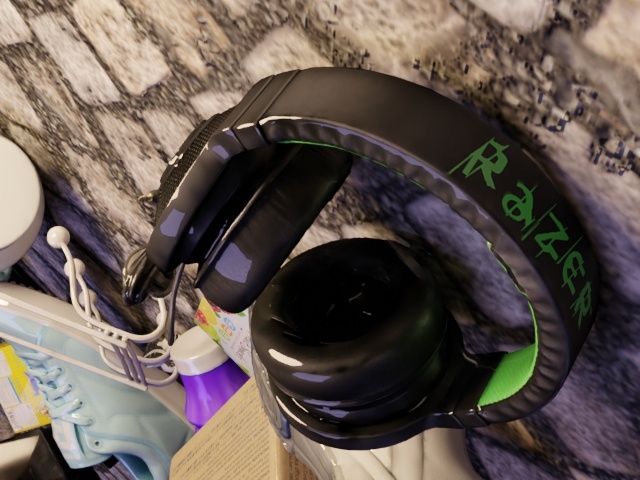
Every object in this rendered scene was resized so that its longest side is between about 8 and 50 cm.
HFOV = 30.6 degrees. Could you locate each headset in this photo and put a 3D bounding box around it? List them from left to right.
[{"bbox_3d":[0.000,0.000,0.745,0.394,0.185,0.243,-9,126,47],"label":"headset"}]

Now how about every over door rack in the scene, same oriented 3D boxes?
[{"bbox_3d":[-0.306,0.062,1.202,0.324,0.108,0.239,10,161,0],"label":"over door rack"}]

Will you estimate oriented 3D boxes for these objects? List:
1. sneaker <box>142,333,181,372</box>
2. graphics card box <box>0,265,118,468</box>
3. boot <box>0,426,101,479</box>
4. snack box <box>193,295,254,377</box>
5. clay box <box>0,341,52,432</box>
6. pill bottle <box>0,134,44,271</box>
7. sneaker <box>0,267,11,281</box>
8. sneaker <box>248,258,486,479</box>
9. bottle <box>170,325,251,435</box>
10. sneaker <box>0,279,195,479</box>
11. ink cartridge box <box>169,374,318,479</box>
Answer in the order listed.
[{"bbox_3d":[-0.165,0.133,1.356,0.043,0.040,0.109,22,164,-29],"label":"sneaker"},{"bbox_3d":[-0.424,0.176,1.816,0.371,0.094,0.233,42,157,9],"label":"graphics card box"},{"bbox_3d":[-0.342,0.429,1.678,0.367,0.146,0.445,54,166,1],"label":"boot"},{"bbox_3d":[-0.062,0.078,1.062,0.100,0.037,0.141,43,158,6],"label":"snack box"},{"bbox_3d":[-0.364,0.182,1.634,0.222,0.053,0.127,-19,99,30],"label":"clay box"},{"bbox_3d":[-0.405,-0.037,1.317,0.169,0.169,0.301,52,158,-12],"label":"pill bottle"},{"bbox_3d":[-0.528,-0.043,1.656,0.122,0.110,0.283,-25,101,38],"label":"sneaker"},{"bbox_3d":[0.036,0.128,0.878,0.297,0.129,0.111,58,160,29],"label":"sneaker"},{"bbox_3d":[-0.068,0.215,1.206,0.118,0.092,0.283,-11,116,24],"label":"bottle"},{"bbox_3d":[-0.281,0.192,1.415,0.366,0.150,0.135,41,152,-26],"label":"sneaker"},{"bbox_3d":[-0.052,0.238,1.012,0.088,0.193,0.235,15,142,-25],"label":"ink cartridge box"}]
